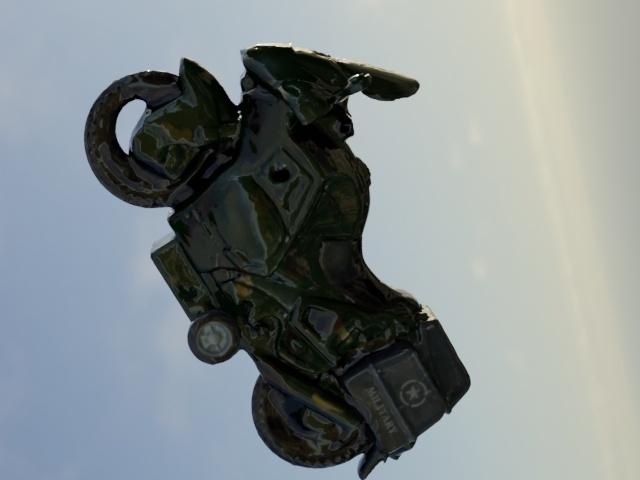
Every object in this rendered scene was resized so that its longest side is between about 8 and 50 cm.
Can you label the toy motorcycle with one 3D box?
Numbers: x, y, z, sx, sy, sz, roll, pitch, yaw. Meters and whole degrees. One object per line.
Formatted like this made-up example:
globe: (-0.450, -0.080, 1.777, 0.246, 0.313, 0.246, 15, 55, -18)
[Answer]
toy motorcycle: (0.000, 0.000, 0.926, 0.275, 0.187, 0.125, 61, -177, -11)
